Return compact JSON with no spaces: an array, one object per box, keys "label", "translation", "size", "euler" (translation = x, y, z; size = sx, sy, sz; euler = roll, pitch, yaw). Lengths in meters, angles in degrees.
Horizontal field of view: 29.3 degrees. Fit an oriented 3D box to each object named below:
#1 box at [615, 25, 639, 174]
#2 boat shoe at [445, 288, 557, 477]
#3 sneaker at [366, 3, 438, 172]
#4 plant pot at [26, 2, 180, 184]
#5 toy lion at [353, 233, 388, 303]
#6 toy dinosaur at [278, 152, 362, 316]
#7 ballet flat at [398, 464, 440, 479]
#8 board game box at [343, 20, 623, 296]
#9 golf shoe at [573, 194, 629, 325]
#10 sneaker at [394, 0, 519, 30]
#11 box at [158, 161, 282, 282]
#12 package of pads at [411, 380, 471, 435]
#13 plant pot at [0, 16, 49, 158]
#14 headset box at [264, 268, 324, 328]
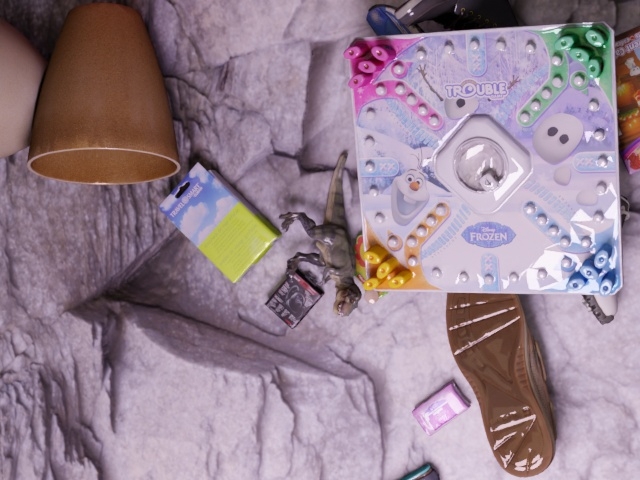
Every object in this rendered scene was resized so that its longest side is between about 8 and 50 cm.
[{"label":"box","translation":[0.555,-0.243,1.796],"size":[0.293,0.057,0.201],"euler":[-22,90,14]},{"label":"boat shoe","translation":[0.278,0.190,1.871],"size":[0.121,0.110,0.341],"euler":[-16,80,20]},{"label":"sneaker","translation":[0.140,-0.204,1.861],"size":[0.147,0.130,0.330],"euler":[-25,89,11]},{"label":"plant pot","translation":[-0.340,-0.236,1.938],"size":[0.237,0.237,0.254],"euler":[-3,80,13]},{"label":"toy lion","translation":[0.086,0.036,1.944],"size":[0.096,0.034,0.100],"euler":[-38,85,5]},{"label":"toy dinosaur","translation":[0.000,0.000,1.926],"size":[0.118,0.064,0.268],"euler":[-8,72,11]},{"label":"ballet flat","translation":[0.102,0.425,1.950],"size":[0.203,0.074,0.074],"euler":[-25,88,12]},{"label":"board game box","translation":[0.230,-0.107,1.769],"size":[0.389,0.050,0.390],"euler":[0,104,22]},{"label":"golf shoe","translation":[0.413,-0.011,1.827],"size":[0.120,0.105,0.273],"euler":[-16,91,7]},{"label":"sneaker","translation":[0.212,-0.331,1.800],"size":[0.083,0.222,0.118],"euler":[-26,92,54]},{"label":"box","translation":[-0.164,-0.030,1.988],"size":[0.178,0.042,0.109],"euler":[44,102,7]},{"label":"package of pads","translation":[0.191,0.266,1.934],"size":[0.083,0.032,0.050],"euler":[-38,84,13]},{"label":"plant pot","translation":[-0.539,-0.239,1.959],"size":[0.190,0.284,0.284],"euler":[11,97,-4]},{"label":"headset box","translation":[-0.039,0.091,1.974],"size":[0.062,0.032,0.083],"euler":[41,101,7]}]
